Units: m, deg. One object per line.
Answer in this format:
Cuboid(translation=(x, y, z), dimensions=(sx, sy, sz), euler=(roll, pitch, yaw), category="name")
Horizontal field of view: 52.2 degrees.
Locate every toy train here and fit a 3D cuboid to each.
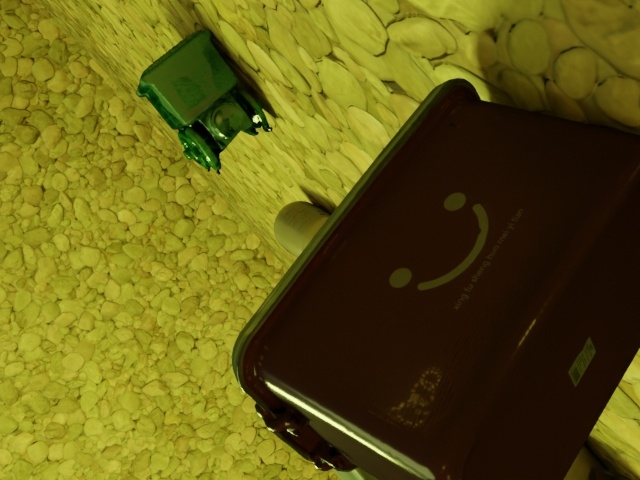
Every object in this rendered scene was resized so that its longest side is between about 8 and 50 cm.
Cuboid(translation=(-0.199, -0.228, 1.111), dimensions=(0.202, 0.145, 0.266), euler=(52, 170, -16), category="toy train")

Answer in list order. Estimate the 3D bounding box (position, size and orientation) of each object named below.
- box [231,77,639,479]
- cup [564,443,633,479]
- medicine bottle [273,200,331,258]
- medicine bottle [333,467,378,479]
Cuboid(translation=(0.108, 0.050, 0.450), dimensions=(0.167, 0.294, 0.193), euler=(23, 158, 43), category="box")
Cuboid(translation=(0.422, 0.426, 1.087), dimensions=(0.253, 0.191, 0.200), euler=(-20, 114, 48), category="cup")
Cuboid(translation=(0.000, 0.000, 1.298), dimensions=(0.114, 0.114, 0.252), euler=(51, 171, -29), category="medicine bottle")
Cuboid(translation=(0.121, 0.370, 1.289), dimensions=(0.238, 0.232, 0.238), euler=(43, 160, 20), category="medicine bottle")
